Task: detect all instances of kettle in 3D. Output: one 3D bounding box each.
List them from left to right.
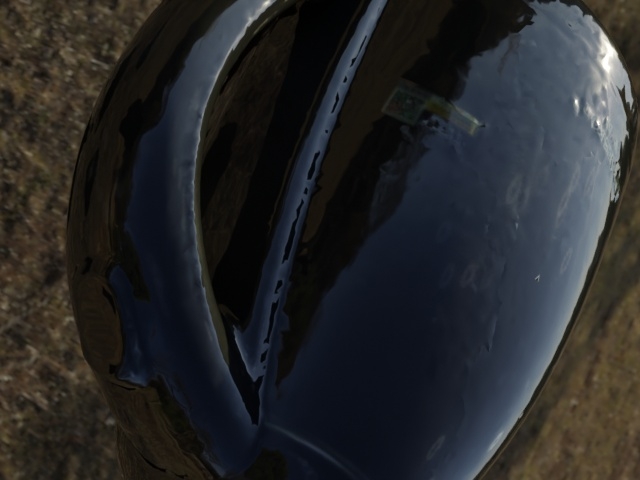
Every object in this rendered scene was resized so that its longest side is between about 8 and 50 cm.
[{"bbox_3d":[0.000,0.000,0.477,0.290,0.207,0.268,-60,137,-38],"label":"kettle"}]
